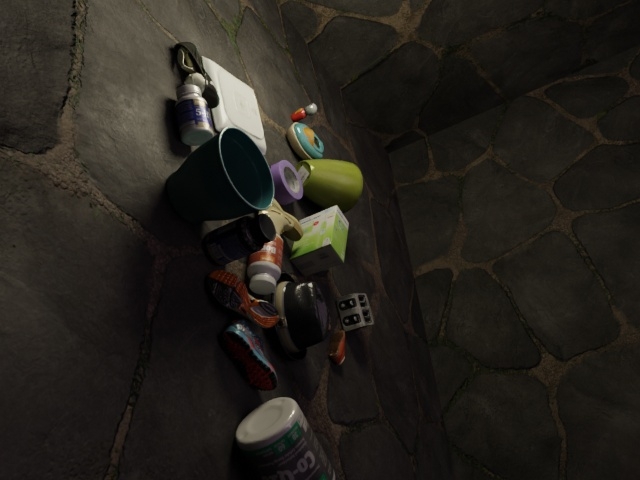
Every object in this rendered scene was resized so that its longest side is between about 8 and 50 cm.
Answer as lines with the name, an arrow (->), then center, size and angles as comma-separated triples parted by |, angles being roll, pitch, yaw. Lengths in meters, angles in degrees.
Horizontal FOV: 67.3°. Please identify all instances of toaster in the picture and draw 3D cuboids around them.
toaster -> 0.170, 0.348, 2.326 | 0.186, 0.110, 0.168 | 14, 59, -62

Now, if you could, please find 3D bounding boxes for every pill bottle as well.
pill bottle -> -0.081, 0.665, 1.411 | 0.361, 0.204, 0.204 | 63, 24, -12
pill bottle -> -0.200, 0.081, 1.734 | 0.121, 0.121, 0.216 | 47, 31, -41
pill bottle -> -0.438, -0.432, 1.652 | 0.112, 0.112, 0.186 | 13, 59, -62
pill bottle -> -0.259, -0.007, 1.555 | 0.123, 0.219, 0.122 | 47, 32, -41

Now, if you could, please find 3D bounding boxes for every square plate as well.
square plate -> -0.349, -0.567, 2.033 | 0.344, 0.049, 0.347 | 16, 57, -61

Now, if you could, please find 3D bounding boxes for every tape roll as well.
tape roll -> -0.160, -0.258, 2.148 | 0.189, 0.080, 0.189 | 48, 31, -41

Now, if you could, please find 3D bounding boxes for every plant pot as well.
plant pot -> 0.011, -0.290, 2.361 | 0.294, 0.275, 0.274 | 13, 59, -46
plant pot -> -0.326, -0.180, 1.507 | 0.271, 0.255, 0.271 | 47, 33, -43

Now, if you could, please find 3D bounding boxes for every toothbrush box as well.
toothbrush box -> 0.000, 0.000, 2.125 | 0.122, 0.206, 0.283 | 55, 28, -29

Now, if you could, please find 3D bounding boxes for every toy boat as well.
toy boat -> -0.071, -0.570, 2.507 | 0.267, 0.148, 0.318 | 32, 44, -54

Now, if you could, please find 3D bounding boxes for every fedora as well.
fedora -> -0.059, 0.272, 1.798 | 0.334, 0.153, 0.334 | -13, 90, -73

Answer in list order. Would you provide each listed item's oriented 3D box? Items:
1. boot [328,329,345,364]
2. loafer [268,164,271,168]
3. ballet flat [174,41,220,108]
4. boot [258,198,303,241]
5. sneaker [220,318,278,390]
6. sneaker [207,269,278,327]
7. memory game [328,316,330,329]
boot -> 0.082, 0.470, 2.112 | 0.084, 0.059, 0.158 | 60, 34, -28
loafer -> -0.253, -0.278, 2.007 | 0.170, 0.062, 0.061 | -45, 135, -61
ballet flat -> -0.468, -0.609, 1.773 | 0.096, 0.095, 0.280 | -9, 69, -56
boot -> -0.168, -0.033, 1.927 | 0.262, 0.095, 0.203 | 49, 30, -36
sneaker -> -0.203, 0.358, 1.526 | 0.261, 0.104, 0.125 | 61, 23, -19
sneaker -> -0.266, 0.199, 1.554 | 0.262, 0.121, 0.099 | 41, 62, -12
memory game -> -0.002, 0.323, 2.099 | 0.186, 0.012, 0.186 | 47, 32, -42
